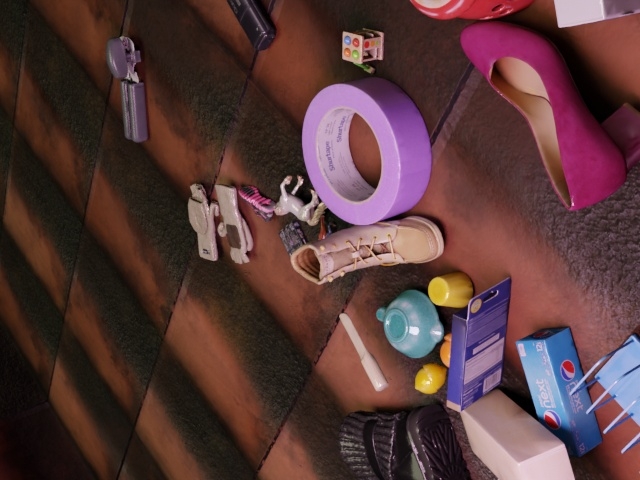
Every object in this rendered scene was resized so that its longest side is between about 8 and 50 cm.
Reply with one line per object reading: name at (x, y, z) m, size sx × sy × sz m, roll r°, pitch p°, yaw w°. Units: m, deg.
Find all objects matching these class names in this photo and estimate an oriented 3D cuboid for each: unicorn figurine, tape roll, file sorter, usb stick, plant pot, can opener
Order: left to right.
can opener at (-0.514, -0.393, 2.437) m, size 0.076 × 0.095 × 0.283 m, roll 24°, pitch 123°, yaw 45°
usb stick at (-0.178, -0.533, 2.001) m, size 0.278 × 0.045 × 0.077 m, roll 61°, pitch 149°, yaw 13°
unicorn figurine at (-0.055, -0.085, 2.027) m, size 0.162 × 0.060 × 0.111 m, roll 45°, pitch 126°, yaw 42°
tape roll at (0.085, -0.172, 1.795) m, size 0.275 × 0.090 × 0.274 m, roll 25°, pitch 124°, yaw 44°
plant pot at (0.229, -0.431, 1.436) m, size 0.191 × 0.174 × 0.191 m, roll 26°, pitch 127°, yaw 41°
file sorter at (0.496, 0.258, 1.458) m, size 0.170 × 0.105 × 0.118 m, roll 51°, pitch 138°, yaw 25°

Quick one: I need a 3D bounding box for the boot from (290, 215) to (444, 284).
boot at (0.086, 0.020, 1.779) m, size 0.262 × 0.203 × 0.095 m, roll 6°, pitch 110°, yaw 52°

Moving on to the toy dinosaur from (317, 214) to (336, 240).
toy dinosaur at (0.000, 0.000, 1.990) m, size 0.047 × 0.090 × 0.082 m, roll 9°, pitch 68°, yaw 39°

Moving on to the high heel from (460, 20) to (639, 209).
high heel at (0.311, -0.201, 1.408) m, size 0.377 × 0.181 × 0.127 m, roll 40°, pitch 158°, yaw 33°

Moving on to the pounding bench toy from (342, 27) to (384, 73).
pounding bench toy at (0.077, -0.350, 1.746) m, size 0.052 × 0.065 × 0.083 m, roll 26°, pitch 125°, yaw 43°

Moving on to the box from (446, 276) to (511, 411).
box at (0.283, 0.180, 1.660) m, size 0.037 × 0.136 × 0.225 m, roll 22°, pitch 121°, yaw 38°

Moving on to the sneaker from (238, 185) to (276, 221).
sneaker at (-0.150, -0.082, 2.168) m, size 0.119 × 0.047 × 0.057 m, roll 39°, pitch 144°, yaw 36°

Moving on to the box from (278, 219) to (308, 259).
box at (-0.057, 0.005, 2.105) m, size 0.067 × 0.018 × 0.083 m, roll -39°, pitch 74°, yaw 51°

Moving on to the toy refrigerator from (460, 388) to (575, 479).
toy refrigerator at (0.340, 0.357, 1.613) m, size 0.269 × 0.094 × 0.102 m, roll -140°, pitch 30°, yaw -75°

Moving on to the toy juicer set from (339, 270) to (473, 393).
toy juicer set at (0.184, 0.199, 1.817) m, size 0.329 × 0.090 × 0.209 m, roll -27°, pitch 71°, yaw 46°

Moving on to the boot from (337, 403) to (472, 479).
boot at (0.182, 0.510, 1.930) m, size 0.260 × 0.131 × 0.347 m, roll -23°, pitch 76°, yaw 46°

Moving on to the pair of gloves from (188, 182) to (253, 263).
pair of gloves at (-0.248, -0.045, 2.304) m, size 0.240 × 0.042 × 0.204 m, roll 4°, pitch 112°, yaw 52°

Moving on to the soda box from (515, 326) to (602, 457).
soda box at (0.409, 0.259, 1.593) m, size 0.067 × 0.071 × 0.210 m, roll -12°, pitch 96°, yaw 54°

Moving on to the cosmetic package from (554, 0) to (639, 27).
cosmetic package at (0.377, -0.422, 1.301) m, size 0.085 × 0.117 × 0.231 m, roll 1°, pitch 105°, yaw 52°
